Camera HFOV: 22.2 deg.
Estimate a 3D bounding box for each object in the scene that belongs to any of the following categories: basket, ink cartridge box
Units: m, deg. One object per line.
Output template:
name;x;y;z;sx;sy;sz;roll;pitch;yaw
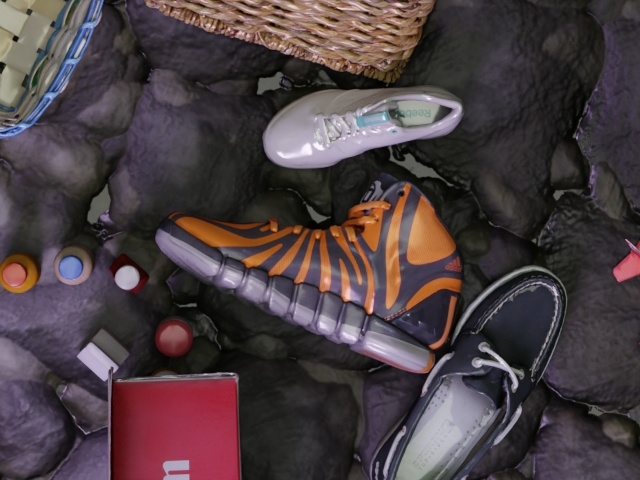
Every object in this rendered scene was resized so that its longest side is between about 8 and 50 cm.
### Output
basket;-0.013;-0.336;1.672;0.299;0.223;0.213;15;57;-5
ink cartridge box;-0.135;0.292;1.550;0.130;0.272;0.309;-2;73;-5
basket;-0.314;-0.230;1.548;0.201;0.289;0.254;26;92;-3

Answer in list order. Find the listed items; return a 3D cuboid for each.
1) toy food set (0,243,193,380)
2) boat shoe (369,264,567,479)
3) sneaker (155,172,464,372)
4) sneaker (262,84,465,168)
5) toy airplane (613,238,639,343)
toy food set;-0.215;0.076;1.661;0.232;0.104;0.111;44;88;-5
boat shoe;0.165;0.160;1.705;0.114;0.091;0.302;32;89;-5
sneaker;0.000;0.000;1.683;0.321;0.124;0.180;24;83;-12
sneaker;0.045;-0.124;1.683;0.212;0.094;0.080;-13;95;-4
toy airplane;0.378;0.051;1.752;0.151;0.028;0.151;0;91;-6
